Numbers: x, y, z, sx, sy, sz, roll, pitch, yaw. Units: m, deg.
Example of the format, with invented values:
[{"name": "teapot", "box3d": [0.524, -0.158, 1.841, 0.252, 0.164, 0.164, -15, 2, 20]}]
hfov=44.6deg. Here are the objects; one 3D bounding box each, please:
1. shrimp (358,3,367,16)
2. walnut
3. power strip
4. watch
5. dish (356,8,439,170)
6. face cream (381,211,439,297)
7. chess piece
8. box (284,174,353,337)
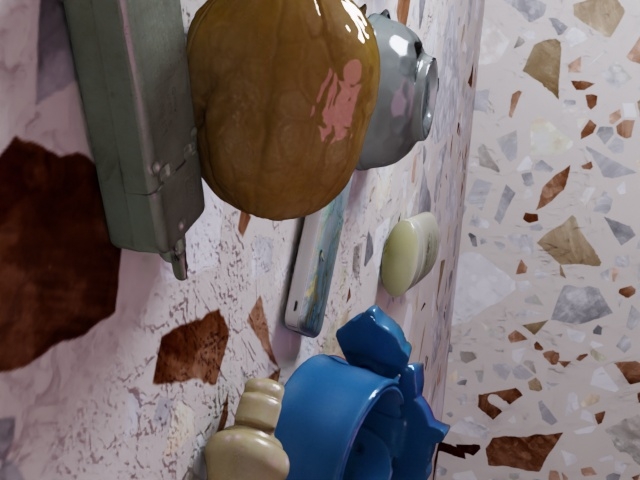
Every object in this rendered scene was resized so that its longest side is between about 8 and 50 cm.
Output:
[{"name": "shrimp", "box3d": [0.010, -0.206, 1.076, 0.169, 0.058, 0.296, 83, 27, -48]}, {"name": "walnut", "box3d": [-0.037, -0.130, 0.714, 0.193, 0.193, 0.226, -28, 124, -70]}, {"name": "power strip", "box3d": [-0.139, -0.086, 0.626, 0.093, 0.053, 0.288, -60, 154, -55]}, {"name": "watch", "box3d": [0.041, 0.264, 1.151, 0.274, 0.241, 0.306, -24, 122, -55]}, {"name": "dish", "box3d": [0.136, -0.257, 1.368, 0.303, 0.120, 0.303, 9, 90, -74]}, {"name": "face cream", "box3d": [0.218, 0.025, 1.849, 0.348, 0.081, 0.174, -15, 112, -73]}, {"name": "chess piece", "box3d": [-0.107, 0.332, 0.833, 0.117, 0.117, 0.397, 76, 26, -52]}, {"name": "box", "box3d": [0.000, 0.000, 1.168, 0.142, 0.044, 0.285, 50, 51, -74]}]
